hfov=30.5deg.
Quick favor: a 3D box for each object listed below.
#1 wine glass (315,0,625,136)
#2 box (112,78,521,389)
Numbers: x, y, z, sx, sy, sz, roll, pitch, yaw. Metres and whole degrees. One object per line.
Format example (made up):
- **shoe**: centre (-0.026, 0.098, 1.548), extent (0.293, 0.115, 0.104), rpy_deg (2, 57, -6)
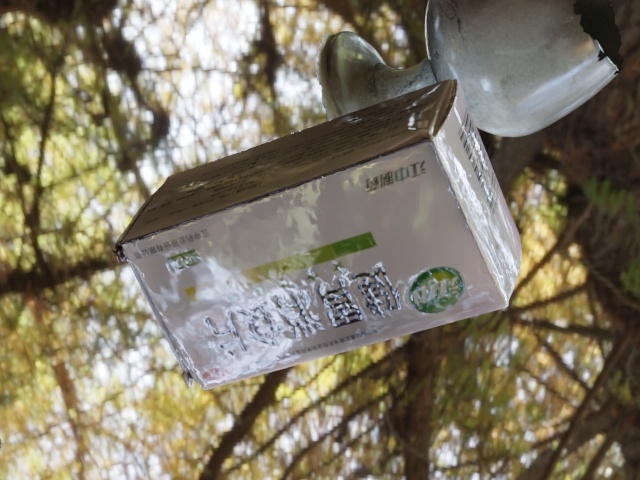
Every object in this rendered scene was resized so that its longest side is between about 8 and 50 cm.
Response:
- **wine glass**: centre (0.184, -0.221, 1.410), extent (0.322, 0.238, 0.238), rpy_deg (-23, -134, 29)
- **box**: centre (-0.002, 0.000, 1.074), extent (0.332, 0.173, 0.145), rpy_deg (-17, -158, 22)
